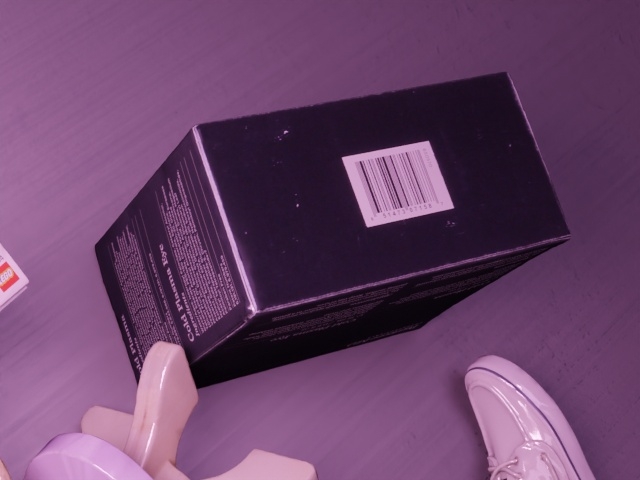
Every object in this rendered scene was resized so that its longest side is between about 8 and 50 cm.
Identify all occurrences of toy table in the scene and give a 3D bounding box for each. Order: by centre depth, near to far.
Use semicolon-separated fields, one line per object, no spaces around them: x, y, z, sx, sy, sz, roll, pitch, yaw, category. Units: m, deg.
-0.146;0.237;1.293;0.252;0.274;0.161;20;45;20;toy table

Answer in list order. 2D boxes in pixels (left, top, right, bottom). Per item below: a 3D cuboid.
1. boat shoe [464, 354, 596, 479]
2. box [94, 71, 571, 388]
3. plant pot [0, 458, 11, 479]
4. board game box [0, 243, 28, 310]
0.223;0.251;1.533;0.088;0.096;0.267;-31;94;-36;boat shoe
0.000;0.000;1.395;0.343;0.312;0.178;-12;76;-29;box
-0.352;0.244;1.177;0.254;0.239;0.254;10;66;-23;plant pot
-0.384;0.087;1.185;0.193;0.305;0.053;-44;110;-32;board game box
